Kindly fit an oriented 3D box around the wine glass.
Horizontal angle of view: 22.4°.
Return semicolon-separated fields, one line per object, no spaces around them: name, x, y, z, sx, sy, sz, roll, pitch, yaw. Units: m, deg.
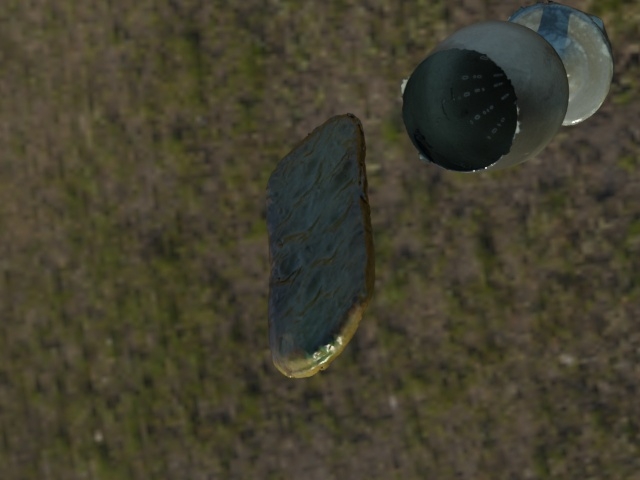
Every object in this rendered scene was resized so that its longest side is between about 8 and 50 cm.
wine glass;0.161;-0.131;1.372;0.126;0.241;0.126;8;108;27

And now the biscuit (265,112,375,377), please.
biscuit;0.000;0.000;1.238;0.118;0.029;0.247;-39;35;31
